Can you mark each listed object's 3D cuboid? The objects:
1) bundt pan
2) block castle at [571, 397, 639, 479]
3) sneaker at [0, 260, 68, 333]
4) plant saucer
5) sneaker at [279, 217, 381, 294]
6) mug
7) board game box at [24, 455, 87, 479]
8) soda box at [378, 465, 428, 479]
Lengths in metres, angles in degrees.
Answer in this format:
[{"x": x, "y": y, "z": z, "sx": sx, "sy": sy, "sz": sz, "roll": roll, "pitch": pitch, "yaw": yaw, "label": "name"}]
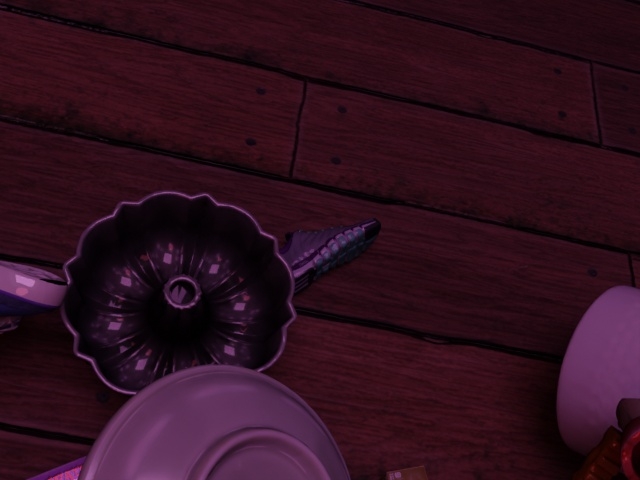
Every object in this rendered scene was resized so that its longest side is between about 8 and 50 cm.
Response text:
[{"x": -0.205, "y": 0.097, "z": 1.078, "sx": 0.330, "sy": 0.124, "sz": 0.331, "roll": 6, "pitch": 62, "yaw": -11, "label": "bundt pan"}, {"x": 0.362, "y": 0.442, "z": 0.848, "sx": 0.303, "sy": 0.453, "sz": 0.213, "roll": 36, "pitch": 13, "yaw": 8, "label": "block castle"}, {"x": -0.497, "y": 0.134, "z": 0.973, "sx": 0.322, "sy": 0.130, "sz": 0.236, "roll": 9, "pitch": 85, "yaw": 17, "label": "sneaker"}, {"x": -0.085, "y": 0.335, "z": 0.858, "sx": 0.400, "sy": 0.100, "sz": 0.401, "roll": 18, "pitch": 60, "yaw": -34, "label": "plant saucer"}, {"x": 0.000, "y": 0.000, "z": 1.256, "sx": 0.223, "sy": 0.083, "sz": 0.098, "roll": -30, "pitch": 65, "yaw": -27, "label": "sneaker"}, {"x": 0.570, "y": 0.271, "z": 1.067, "sx": 0.328, "sy": 0.374, "sz": 0.276, "roll": 16, "pitch": 50, "yaw": 46, "label": "mug"}, {"x": -0.215, "y": 0.362, "z": 0.994, "sx": 0.346, "sy": 0.056, "sz": 0.208, "roll": -17, "pitch": 68, "yaw": -23, "label": "board game box"}, {"x": 0.136, "y": 0.419, "z": 1.037, "sx": 0.061, "sy": 0.058, "sz": 0.181, "roll": -5, "pitch": 60, "yaw": -16, "label": "soda box"}]
